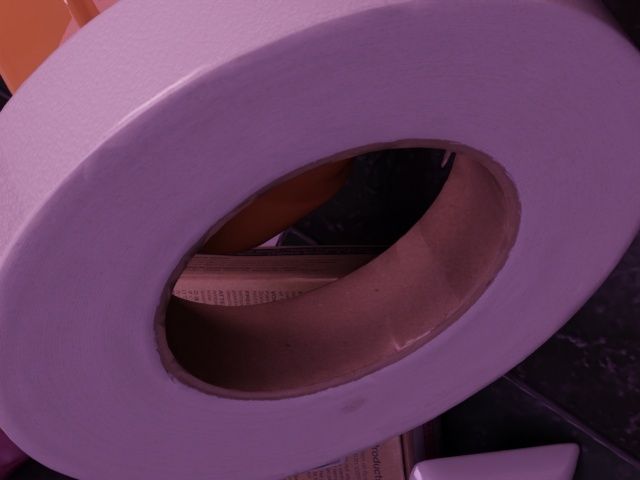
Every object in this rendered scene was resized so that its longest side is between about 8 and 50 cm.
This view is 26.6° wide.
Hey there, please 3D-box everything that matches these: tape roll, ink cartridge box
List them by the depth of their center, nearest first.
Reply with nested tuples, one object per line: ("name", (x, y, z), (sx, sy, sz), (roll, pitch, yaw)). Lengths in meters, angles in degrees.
("tape roll", (0.000, 0.000, 0.732), (0.392, 0.392, 0.072), (-48, 50, 28))
("ink cartridge box", (-0.013, 0.123, 0.997), (0.193, 0.088, 0.234), (0, 105, 23))

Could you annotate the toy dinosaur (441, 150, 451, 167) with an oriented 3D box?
("toy dinosaur", (0.074, -0.150, 0.905), (0.093, 0.053, 0.183), (-35, 82, 44))

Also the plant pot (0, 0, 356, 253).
("plant pot", (-0.032, -0.163, 0.782), (0.203, 0.291, 0.290), (-28, 93, 30))

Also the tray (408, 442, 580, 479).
("tray", (0.103, 0.271, 0.966), (0.030, 0.145, 0.270), (41, 126, 50))

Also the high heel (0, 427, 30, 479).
("high heel", (-0.394, 0.104, 1.061), (0.181, 0.127, 0.377), (-32, 121, 32))
